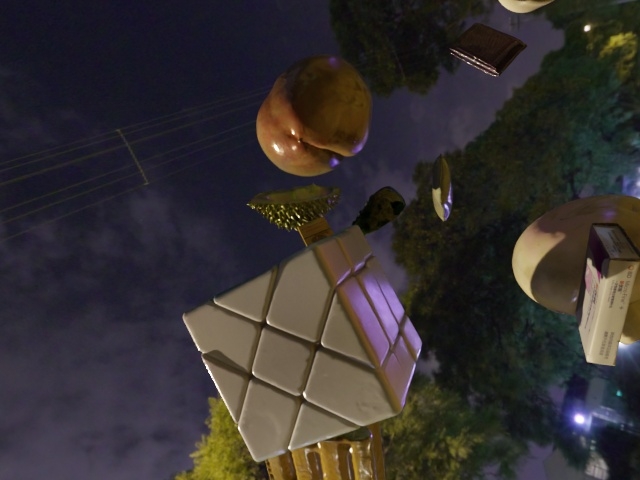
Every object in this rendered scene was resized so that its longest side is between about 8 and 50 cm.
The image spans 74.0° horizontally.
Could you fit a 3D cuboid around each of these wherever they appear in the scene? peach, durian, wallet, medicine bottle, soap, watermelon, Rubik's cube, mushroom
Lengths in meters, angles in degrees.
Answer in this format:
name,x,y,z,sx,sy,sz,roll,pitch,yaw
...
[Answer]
name,x,y,z,sx,sy,sz,roll,pitch,yaw
peach,-0.017,-0.283,0.987,0.292,0.292,0.248,-42,-79,-39
durian,-0.063,-0.138,1.464,0.351,0.158,0.169,-18,-113,-40
wallet,0.443,-0.513,1.129,0.111,0.166,0.030,-48,-28,2
medicine bottle,0.497,0.089,0.742,0.171,0.052,0.201,-44,-44,-57
soap,0.009,0.548,1.089,0.156,0.293,0.335,-59,-36,-55
watermelon,0.220,-0.111,1.567,0.123,0.129,0.301,46,-121,4
Rubik's cube,-0.016,0.186,0.869,0.319,0.321,0.316,62,-158,2
mushroom,0.670,0.043,1.015,0.353,0.353,0.325,12,-69,-51

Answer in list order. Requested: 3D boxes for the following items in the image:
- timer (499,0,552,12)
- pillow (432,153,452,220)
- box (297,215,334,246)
name,x,y,z,sx,sy,sz,roll,pitch,yaw
timer,0.501,-0.582,0.882,0.175,0.266,0.176,-3,-66,-6
pillow,0.458,-0.189,1.600,0.302,0.074,0.185,28,-119,-70
box,0.000,0.000,1.197,0.086,0.155,0.023,-20,-42,-9
